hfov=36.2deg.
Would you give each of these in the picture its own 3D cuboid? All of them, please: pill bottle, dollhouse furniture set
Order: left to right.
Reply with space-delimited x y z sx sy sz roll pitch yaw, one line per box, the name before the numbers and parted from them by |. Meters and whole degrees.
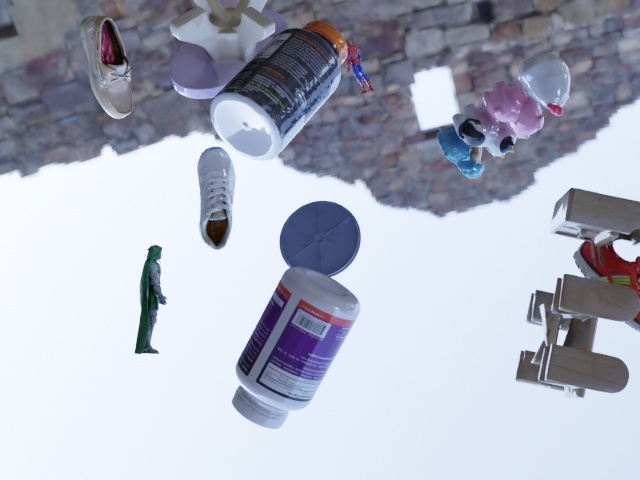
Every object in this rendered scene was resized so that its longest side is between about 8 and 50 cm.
pill bottle | -0.053 -0.245 1.529 0.131 0.130 0.245 5 -137 39
pill bottle | -0.061 0.227 2.052 0.182 0.322 0.181 27 -168 -6
dollhouse furniture set | 0.570 0.124 1.936 0.257 0.393 0.362 12 171 4

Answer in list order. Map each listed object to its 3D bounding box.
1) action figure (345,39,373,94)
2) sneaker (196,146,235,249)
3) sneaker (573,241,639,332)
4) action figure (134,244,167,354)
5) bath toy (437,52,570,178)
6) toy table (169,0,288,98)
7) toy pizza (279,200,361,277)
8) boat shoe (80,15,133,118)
action figure | 0.073 -0.355 2.001 0.038 0.115 0.030 -24 -172 -35
sneaker | -0.222 -0.091 2.128 0.088 0.228 0.092 -4 -159 -14
sneaker | 0.637 0.090 2.013 0.118 0.107 0.279 -46 -123 18
action figure | -0.357 0.124 2.069 0.064 0.232 0.137 3 176 -12
bath toy | 0.404 -0.260 2.072 0.152 0.129 0.348 -8 161 -35
toy table | -0.180 -0.416 1.916 0.252 0.160 0.274 28 -121 21
toy pizza | 0.000 0.000 2.364 0.201 0.032 0.201 -4 -110 10
boat shoe | -0.337 -0.279 1.575 0.059 0.170 0.063 4 -154 46
